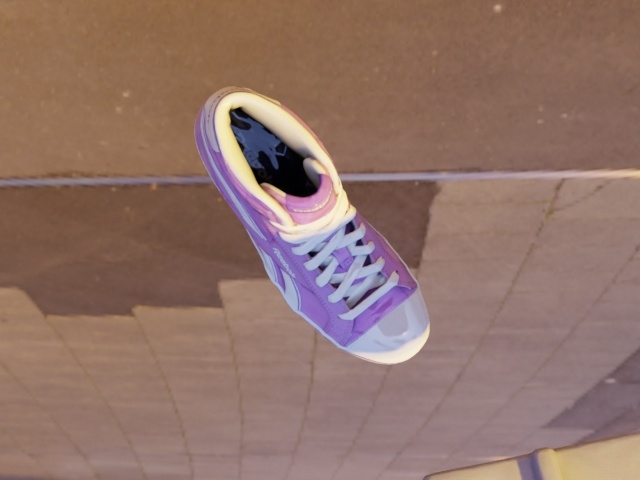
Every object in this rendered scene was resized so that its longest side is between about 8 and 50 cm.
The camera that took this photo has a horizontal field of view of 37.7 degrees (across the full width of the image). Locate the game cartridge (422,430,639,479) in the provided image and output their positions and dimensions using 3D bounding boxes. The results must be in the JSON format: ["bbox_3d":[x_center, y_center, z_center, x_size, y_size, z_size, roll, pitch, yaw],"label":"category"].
[{"bbox_3d":[0.240,0.182,0.413,0.354,0.230,0.068,-13,145,4],"label":"game cartridge"}]

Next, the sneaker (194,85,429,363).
[{"bbox_3d":[-0.001,0.000,0.741,0.282,0.102,0.161,49,175,-12],"label":"sneaker"}]
